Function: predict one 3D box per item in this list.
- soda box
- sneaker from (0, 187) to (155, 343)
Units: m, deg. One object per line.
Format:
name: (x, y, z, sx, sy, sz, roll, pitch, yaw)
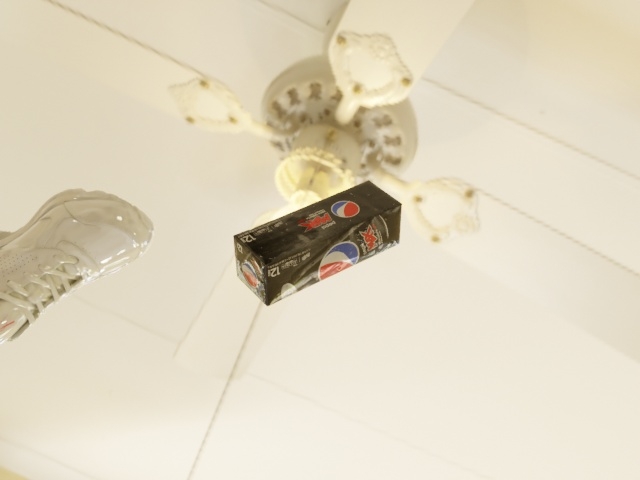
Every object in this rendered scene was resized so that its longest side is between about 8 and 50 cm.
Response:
soda box: (0.000, 0.000, 0.914, 0.060, 0.169, 0.053, 40, -37, 40)
sneaker: (-0.243, 0.036, 0.781, 0.232, 0.115, 0.090, -19, -48, 22)
